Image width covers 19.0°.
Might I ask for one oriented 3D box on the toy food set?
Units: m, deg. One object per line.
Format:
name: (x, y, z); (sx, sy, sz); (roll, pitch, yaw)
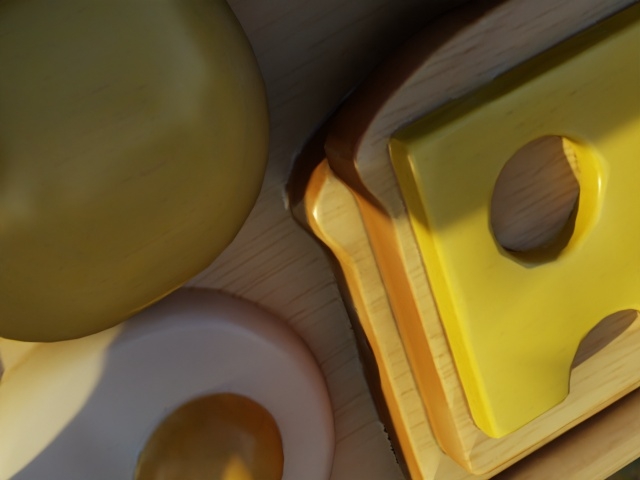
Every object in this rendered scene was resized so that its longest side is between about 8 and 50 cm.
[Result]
toy food set: (0.000, 0.000, 0.325); (0.306, 0.219, 0.092); (-29, 29, -19)
